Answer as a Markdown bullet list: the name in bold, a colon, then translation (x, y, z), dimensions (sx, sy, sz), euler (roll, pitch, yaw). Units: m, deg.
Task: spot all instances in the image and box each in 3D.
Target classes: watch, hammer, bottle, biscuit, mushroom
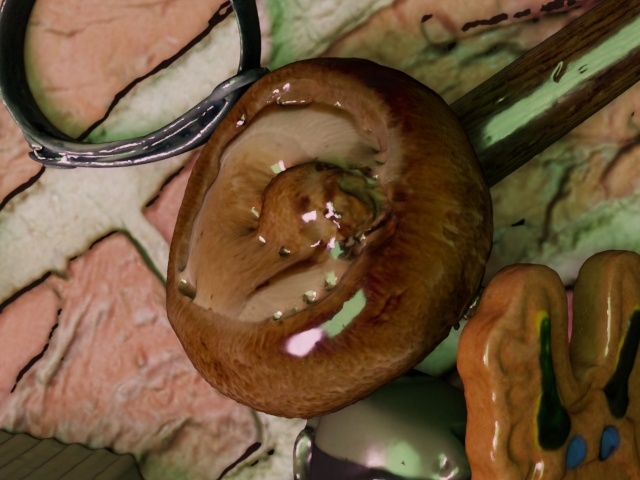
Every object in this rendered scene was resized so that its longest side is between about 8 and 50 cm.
- **watch**: translation (-0.138, -0.144, 0.962), dimensions (0.206, 0.068, 0.193), euler (7, 101, 13)
- **hammer**: translation (0.158, 0.076, 0.961), dimensions (0.123, 0.014, 0.029), euler (33, 109, 3)
- **hammer**: translation (0.242, -0.167, 0.894), dimensions (0.409, 0.095, 0.242), euler (-35, 90, 17)
- **bottle**: translation (0.043, 0.263, 0.931), dimensions (0.168, 0.168, 0.347), euler (9, 93, 9)
- **biscuit**: translation (0.167, 0.174, 0.889), dimensions (0.047, 0.202, 0.334), euler (10, 99, 48)
- **mushroom**: translation (0.000, 0.000, 0.883), dimensions (0.253, 0.253, 0.153), euler (-48, 131, 11)

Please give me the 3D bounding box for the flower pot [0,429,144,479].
- **flower pot**: translation (-0.231, 0.268, 0.962), dimensions (0.239, 0.189, 0.209), euler (7, 97, 8)
